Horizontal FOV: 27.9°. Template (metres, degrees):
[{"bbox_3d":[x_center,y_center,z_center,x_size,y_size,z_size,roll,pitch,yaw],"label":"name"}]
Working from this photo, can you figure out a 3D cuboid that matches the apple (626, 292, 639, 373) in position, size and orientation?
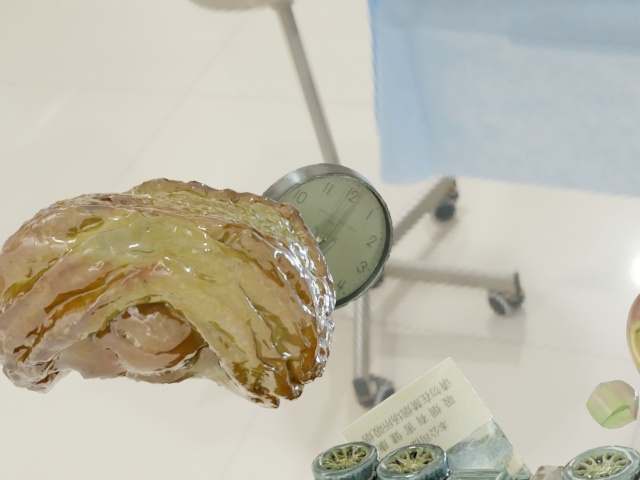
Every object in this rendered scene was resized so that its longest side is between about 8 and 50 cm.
[{"bbox_3d":[0.496,0.134,1.701,0.199,0.199,0.199,-10,40,9],"label":"apple"}]

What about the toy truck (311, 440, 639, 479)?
[{"bbox_3d":[0.061,0.188,0.687,0.256,0.108,0.140,-6,20,34],"label":"toy truck"}]

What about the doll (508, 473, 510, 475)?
[{"bbox_3d":[0.093,0.287,1.242,0.219,0.091,0.067,-23,72,-5],"label":"doll"}]

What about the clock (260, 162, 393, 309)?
[{"bbox_3d":[0.000,0.000,1.787,0.215,0.215,0.042,-27,29,-11],"label":"clock"}]

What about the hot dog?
[{"bbox_3d":[-0.080,0.031,0.670,0.175,0.114,0.259,8,6,2],"label":"hot dog"}]

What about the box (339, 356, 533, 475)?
[{"bbox_3d":[0.161,0.290,1.527,0.164,0.069,0.256,-35,71,0],"label":"box"}]

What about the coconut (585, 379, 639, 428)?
[{"bbox_3d":[0.466,0.259,2.049,0.083,0.082,0.081,-33,48,-1],"label":"coconut"}]
